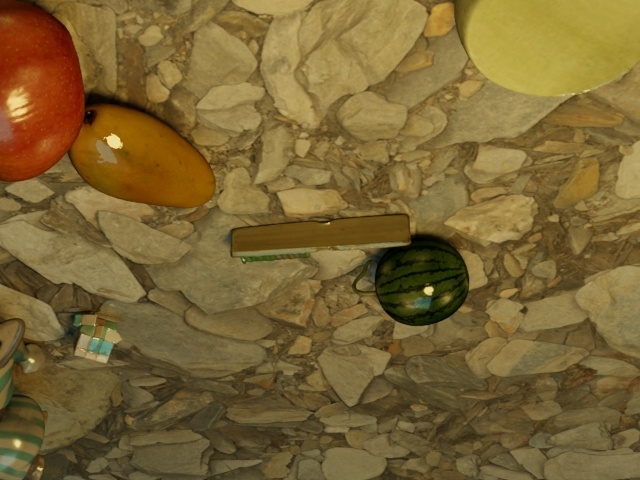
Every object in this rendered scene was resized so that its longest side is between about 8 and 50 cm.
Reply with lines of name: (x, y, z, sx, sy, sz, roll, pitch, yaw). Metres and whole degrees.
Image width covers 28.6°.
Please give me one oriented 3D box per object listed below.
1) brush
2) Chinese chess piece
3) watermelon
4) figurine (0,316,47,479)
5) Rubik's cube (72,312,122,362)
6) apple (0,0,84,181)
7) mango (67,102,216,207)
brush: (0.000, 0.000, 1.952, 0.282, 0.054, 0.048, -5, 151, 9)
Chinese chess piece: (0.287, -0.286, 1.524, 0.250, 0.101, 0.250, 1, 143, 1)
watermelon: (0.140, 0.069, 1.967, 0.187, 0.140, 0.141, -15, 140, 21)
figurine: (-0.575, 0.260, 2.154, 0.361, 0.266, 0.378, 21, 139, -31)
Rubik's cube: (-0.387, 0.158, 2.162, 0.075, 0.084, 0.073, 8, 118, -35)
apple: (-0.388, -0.191, 1.602, 0.173, 0.210, 0.235, -21, 155, -14)
mango: (-0.253, -0.111, 1.771, 0.138, 0.113, 0.253, -32, 138, 31)
